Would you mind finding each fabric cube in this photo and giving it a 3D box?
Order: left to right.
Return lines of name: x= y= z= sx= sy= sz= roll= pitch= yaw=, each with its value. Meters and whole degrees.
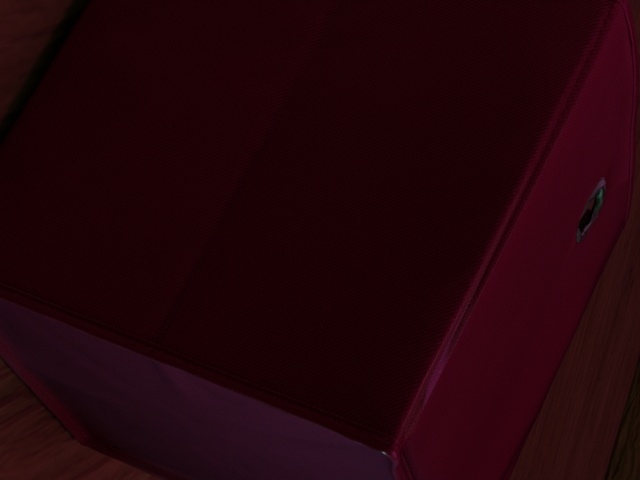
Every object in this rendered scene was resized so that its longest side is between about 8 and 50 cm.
fabric cube: x=0.000 y=0.000 z=0.885 sx=0.258 sy=0.259 sz=0.254 roll=-62 pitch=159 yaw=-21
